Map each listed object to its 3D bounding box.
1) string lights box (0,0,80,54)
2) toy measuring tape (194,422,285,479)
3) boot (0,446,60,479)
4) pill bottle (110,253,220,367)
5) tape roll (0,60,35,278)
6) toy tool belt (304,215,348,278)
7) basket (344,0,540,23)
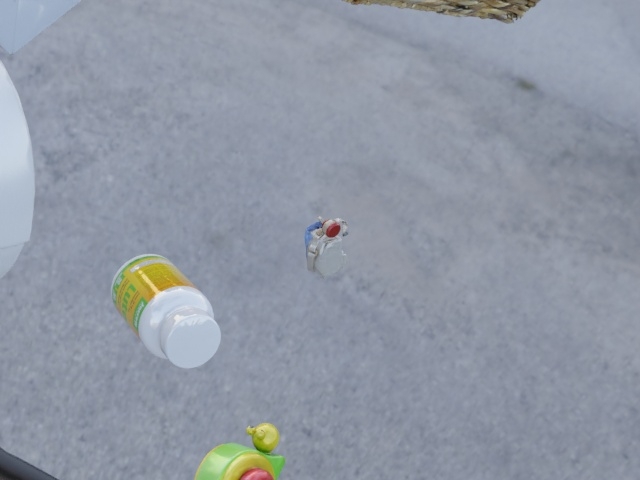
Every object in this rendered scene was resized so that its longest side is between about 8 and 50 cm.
[{"bbox_3d":[-0.303,-0.256,0.750,0.077,0.133,0.260,-41,44,-10],"label":"string lights box"},{"bbox_3d":[-0.151,0.401,1.315,0.121,0.121,0.330,28,69,1],"label":"toy measuring tape"},{"bbox_3d":[-0.182,0.083,0.423,0.260,0.131,0.348,61,9,28],"label":"boot"},{"bbox_3d":[-0.274,0.128,1.672,0.136,0.136,0.246,-2,22,-31],"label":"pill bottle"},{"bbox_3d":[-0.395,-0.077,0.868,0.286,0.286,0.100,43,32,19],"label":"tape roll"},{"bbox_3d":[0.000,0.000,1.082,0.052,0.083,0.051,-26,49,-26],"label":"toy tool belt"},{"bbox_3d":[0.149,-0.388,0.998,0.299,0.213,0.223,-3,71,-36],"label":"basket"}]
